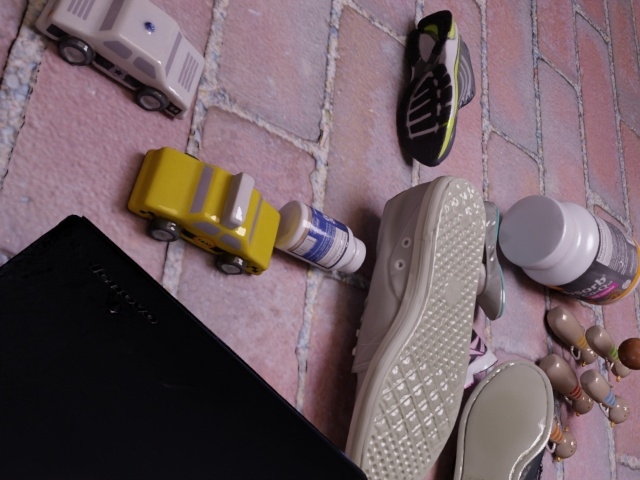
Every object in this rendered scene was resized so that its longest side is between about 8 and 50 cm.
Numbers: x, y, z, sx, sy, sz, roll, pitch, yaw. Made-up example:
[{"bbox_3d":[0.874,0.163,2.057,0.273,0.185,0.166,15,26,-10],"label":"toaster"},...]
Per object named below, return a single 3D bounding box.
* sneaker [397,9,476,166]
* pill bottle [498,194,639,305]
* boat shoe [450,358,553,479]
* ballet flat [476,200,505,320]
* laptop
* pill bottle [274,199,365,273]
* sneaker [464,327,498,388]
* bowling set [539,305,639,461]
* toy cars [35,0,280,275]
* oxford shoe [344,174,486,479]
[{"bbox_3d":[0.214,-0.248,1.111,0.121,0.111,0.299,32,58,-37],"label":"sneaker"},{"bbox_3d":[0.466,0.018,1.220,0.279,0.162,0.162,19,64,-38],"label":"pill bottle"},{"bbox_3d":[0.256,0.336,0.956,0.113,0.127,0.340,83,24,-50],"label":"boat shoe"},{"bbox_3d":[0.265,0.030,1.104,0.068,0.072,0.213,9,67,-12],"label":"ballet flat"},{"bbox_3d":[-0.186,0.249,0.465,0.382,0.236,0.408,45,79,-11],"label":"laptop"},{"bbox_3d":[0.000,0.000,0.849,0.120,0.067,0.067,27,59,-35],"label":"pill bottle"},{"bbox_3d":[0.193,0.182,0.984,0.178,0.072,0.077,-17,76,-53],"label":"sneaker"},{"bbox_3d":[0.499,0.252,1.155,0.154,0.200,0.287,45,54,-25],"label":"bowling set"},{"bbox_3d":[-0.156,-0.130,0.731,0.176,0.087,0.393,-32,99,-45],"label":"toy cars"},{"bbox_3d":[0.113,0.124,0.881,0.169,0.130,0.448,29,69,-39],"label":"oxford shoe"}]
